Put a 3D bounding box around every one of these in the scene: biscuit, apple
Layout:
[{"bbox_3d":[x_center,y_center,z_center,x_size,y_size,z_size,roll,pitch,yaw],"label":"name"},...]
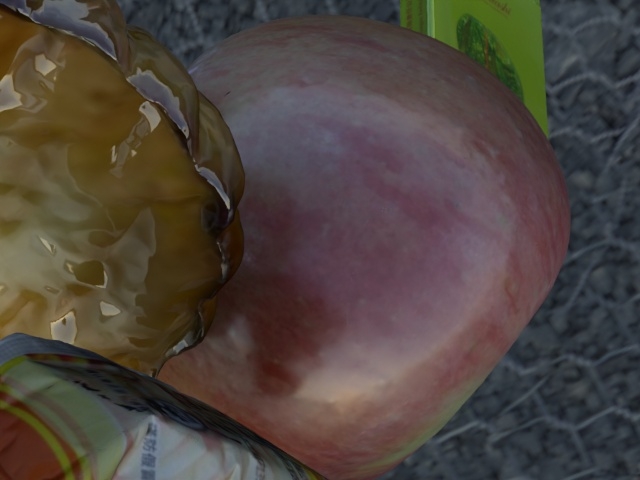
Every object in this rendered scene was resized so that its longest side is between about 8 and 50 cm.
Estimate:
[{"bbox_3d":[-0.198,-0.036,0.949,0.326,0.325,0.107,16,45,-6],"label":"biscuit"},{"bbox_3d":[0.000,0.000,1.168,0.269,0.345,0.345,40,73,0],"label":"apple"}]

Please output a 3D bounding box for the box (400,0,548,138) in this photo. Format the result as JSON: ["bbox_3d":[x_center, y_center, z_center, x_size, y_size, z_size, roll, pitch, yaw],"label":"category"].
[{"bbox_3d":[0.152,-0.149,1.741,0.187,0.047,0.335,28,51,-39],"label":"box"}]

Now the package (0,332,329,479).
[{"bbox_3d":[-0.086,0.118,0.848,0.288,0.223,0.108,21,89,-43],"label":"package"}]
